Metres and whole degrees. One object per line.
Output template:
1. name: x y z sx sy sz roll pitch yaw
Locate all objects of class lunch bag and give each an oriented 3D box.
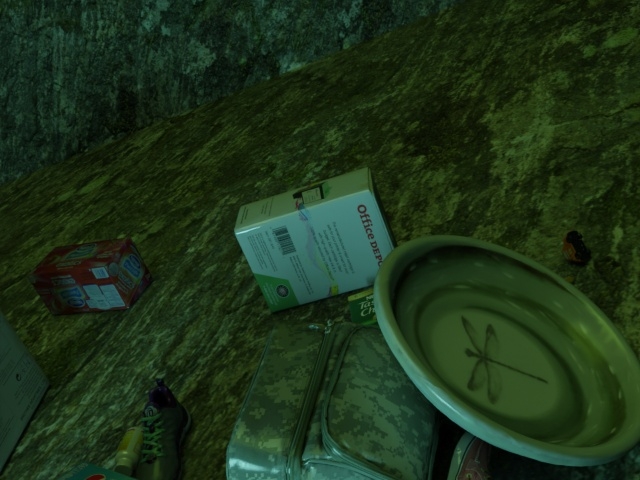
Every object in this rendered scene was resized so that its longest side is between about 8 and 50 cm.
1. lunch bag: 0.038 0.258 1.108 0.255 0.213 0.305 4 34 13

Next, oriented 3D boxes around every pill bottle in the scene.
1. pill bottle: -0.318 0.356 1.360 0.043 0.043 0.083 -15 28 15

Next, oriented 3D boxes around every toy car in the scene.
1. toy car: 0.415 0.033 1.382 0.122 0.060 0.040 -37 -2 -40

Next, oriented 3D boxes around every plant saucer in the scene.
1. plant saucer: 0.244 0.156 1.099 0.400 0.101 0.401 16 36 -12

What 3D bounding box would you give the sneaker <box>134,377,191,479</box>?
1. sneaker: -0.274 0.326 1.320 0.083 0.098 0.224 -19 27 8

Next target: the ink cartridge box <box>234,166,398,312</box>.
1. ink cartridge box: 0.000 0.000 1.590 0.278 0.201 0.117 -16 28 12

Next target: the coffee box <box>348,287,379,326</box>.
1. coffee box: 0.111 0.143 1.423 0.113 0.040 0.184 -19 27 8

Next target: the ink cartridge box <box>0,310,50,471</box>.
1. ink cartridge box: -0.708 0.220 1.514 0.151 0.396 0.270 -15 27 14

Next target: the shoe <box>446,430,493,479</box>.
1. shoe: 0.203 0.317 1.021 0.081 0.064 0.178 0 40 35

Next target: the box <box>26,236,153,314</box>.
1. box: -0.550 0.087 1.932 0.256 0.128 0.123 -7 31 28

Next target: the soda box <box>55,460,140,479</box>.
1. soda box: -0.309 0.400 1.219 0.210 0.071 0.067 4 22 37
